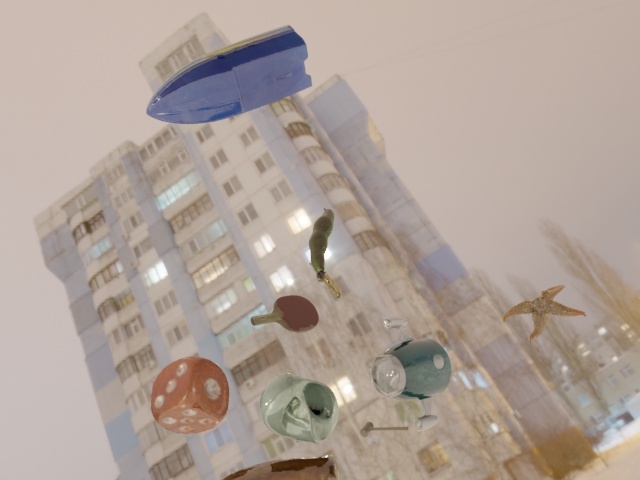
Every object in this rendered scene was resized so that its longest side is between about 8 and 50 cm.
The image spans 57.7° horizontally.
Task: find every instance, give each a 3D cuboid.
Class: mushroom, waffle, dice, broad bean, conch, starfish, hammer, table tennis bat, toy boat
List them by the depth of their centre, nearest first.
[{"bbox_3d":[-0.168,-0.278,1.027,0.295,0.088,0.129,-24,-40,-12],"label":"toy boat"},{"bbox_3d":[0.140,0.409,1.258,0.110,0.019,0.035,-11,9,33],"label":"hammer"},{"bbox_3d":[-0.152,0.651,1.457,0.314,0.224,0.397,35,-79,-18],"label":"mushroom"},{"bbox_3d":[-0.056,0.439,1.542,0.221,0.121,0.185,40,-75,-20],"label":"conch"},{"bbox_3d":[-0.001,-0.001,1.611,0.060,0.297,0.043,13,-47,-3],"label":"broad bean"},{"bbox_3d":[-0.391,0.466,1.747,0.179,0.174,0.175,-26,-45,24],"label":"dice"},{"bbox_3d":[-0.105,0.226,1.749,0.234,0.131,0.022,-6,-36,-39],"label":"table tennis bat"},{"bbox_3d":[0.760,0.254,1.996,0.247,0.138,0.050,-34,-12,22],"label":"starfish"},{"bbox_3d":[0.017,0.138,2.071,0.023,0.152,0.097,-43,7,8],"label":"waffle"}]

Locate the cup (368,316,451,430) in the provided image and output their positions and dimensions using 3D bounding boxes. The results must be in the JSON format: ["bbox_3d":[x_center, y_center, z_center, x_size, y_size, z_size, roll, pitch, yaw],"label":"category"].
[{"bbox_3d":[0.225,0.343,1.518,0.173,0.299,0.167,1,-25,-40],"label":"cup"}]
